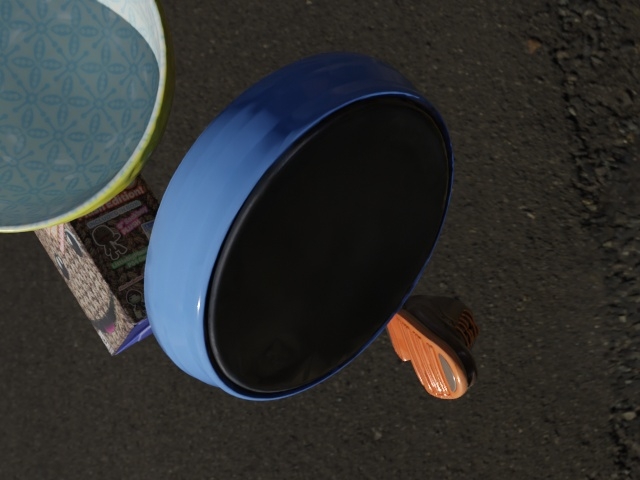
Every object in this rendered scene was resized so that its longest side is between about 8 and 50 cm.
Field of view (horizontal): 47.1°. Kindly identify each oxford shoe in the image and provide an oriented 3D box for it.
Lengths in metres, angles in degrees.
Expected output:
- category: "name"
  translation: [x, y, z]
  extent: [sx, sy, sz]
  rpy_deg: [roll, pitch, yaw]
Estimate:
- category: "oxford shoe"
  translation: [0.192, 0.143, 1.162]
  extent: [0.132, 0.364, 0.130]
  rpy_deg: [-20, 101, -4]

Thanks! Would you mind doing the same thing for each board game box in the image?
- category: "board game box"
  translation: [-0.342, 0.012, 1.207]
  extent: [0.291, 0.141, 0.232]
  rpy_deg: [56, 150, 5]

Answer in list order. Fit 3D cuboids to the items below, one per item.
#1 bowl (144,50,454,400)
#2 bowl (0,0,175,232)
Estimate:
- category: "bowl"
  translation: [0.000, 0.000, 0.782]
  extent: [0.077, 0.391, 0.391]
  rpy_deg: [34, 107, 35]
- category: "bowl"
  translation: [-0.261, -0.152, 0.698]
  extent: [0.289, 0.156, 0.290]
  rpy_deg: [0, 91, 6]
